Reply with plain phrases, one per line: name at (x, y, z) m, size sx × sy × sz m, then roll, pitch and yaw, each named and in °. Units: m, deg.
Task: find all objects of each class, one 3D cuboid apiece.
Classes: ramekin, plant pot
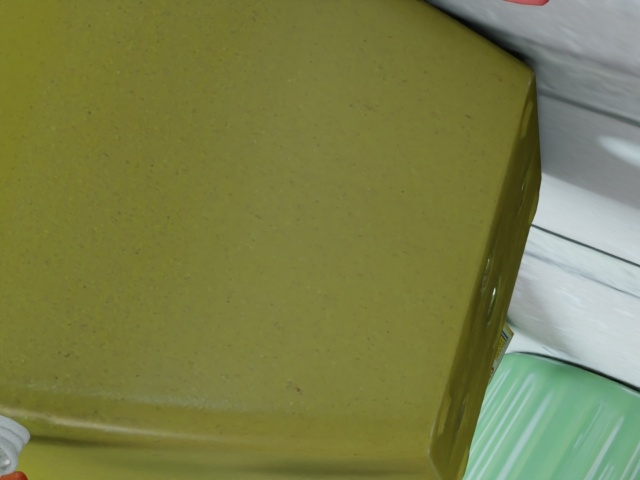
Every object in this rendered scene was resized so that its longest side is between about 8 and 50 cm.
ramekin at (0.191, 0.195, 1.187) m, size 0.303 × 0.148 × 0.303 m, roll 28°, pitch 169°, yaw 6°
plant pot at (-0.023, 0.002, 0.725) m, size 0.187 × 0.212 × 0.212 m, roll 14°, pitch 167°, yaw 11°

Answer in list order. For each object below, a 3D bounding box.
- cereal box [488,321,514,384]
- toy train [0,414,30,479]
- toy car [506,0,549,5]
cereal box at (0.000, 0.000, 1.043) m, size 0.173 × 0.047 × 0.240 m, roll 24°, pitch 168°, yaw 25°
toy train at (-0.074, 0.094, 0.655) m, size 0.166 × 0.046 × 0.125 m, roll 27°, pitch 129°, yaw -30°
toy car at (0.030, -0.115, 0.384) m, size 0.225 × 0.053 × 0.239 m, roll 35°, pitch 168°, yaw -29°
